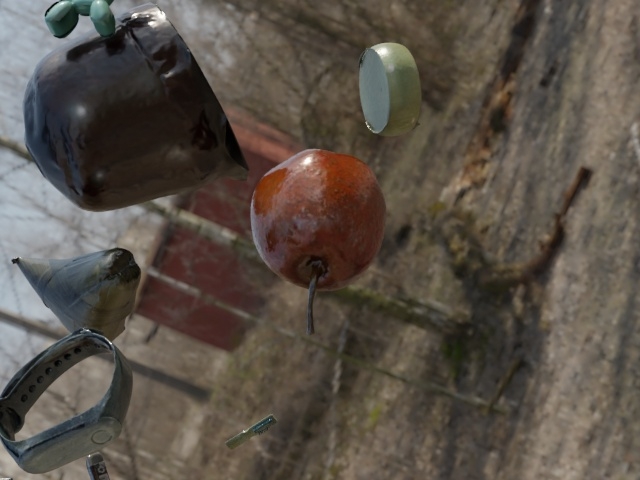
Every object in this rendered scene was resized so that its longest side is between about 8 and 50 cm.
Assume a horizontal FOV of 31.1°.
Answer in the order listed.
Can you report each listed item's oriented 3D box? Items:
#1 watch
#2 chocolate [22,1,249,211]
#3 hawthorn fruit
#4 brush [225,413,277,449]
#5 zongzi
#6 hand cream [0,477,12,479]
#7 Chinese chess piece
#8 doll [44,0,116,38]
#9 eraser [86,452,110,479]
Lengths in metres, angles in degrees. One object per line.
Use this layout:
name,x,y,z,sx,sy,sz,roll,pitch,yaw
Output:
watch,-0.360,0.223,1.596,0.206,0.068,0.193,-27,42,3
chocolate,-0.360,-0.205,2.083,0.331,0.384,0.383,-32,-1,-9
hawthorn fruit,0.008,-0.031,1.906,0.263,0.231,0.235,36,137,52
brush,-0.095,0.265,1.575,0.083,0.016,0.013,-32,28,18
zongzi,-0.414,0.048,1.947,0.112,0.242,0.221,-38,-13,-43
hand cream,-0.507,0.368,1.716,0.019,0.093,0.030,116,157,-81
Chinese chess piece,0.141,-0.305,2.322,0.188,0.083,0.188,172,90,-74
doll,-0.384,-0.419,1.981,0.059,0.159,0.159,66,-155,-54
eraser,-0.329,0.370,1.728,0.019,0.027,0.099,-31,77,52
